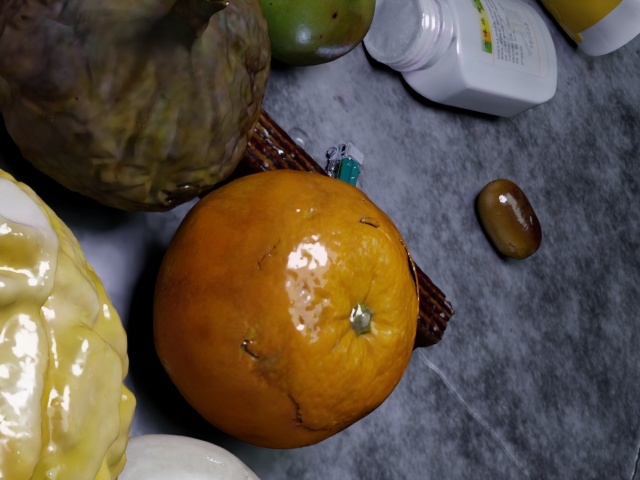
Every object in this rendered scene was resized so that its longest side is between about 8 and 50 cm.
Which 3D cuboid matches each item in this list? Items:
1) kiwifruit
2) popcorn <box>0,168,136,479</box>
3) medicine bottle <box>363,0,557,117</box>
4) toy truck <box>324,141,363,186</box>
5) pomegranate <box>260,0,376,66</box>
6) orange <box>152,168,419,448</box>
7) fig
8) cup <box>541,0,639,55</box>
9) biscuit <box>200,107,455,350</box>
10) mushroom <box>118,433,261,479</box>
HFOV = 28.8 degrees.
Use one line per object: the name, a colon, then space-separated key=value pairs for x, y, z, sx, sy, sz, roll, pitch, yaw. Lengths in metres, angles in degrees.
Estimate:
kiwifruit: x=0.270 y=-0.031 z=1.788 sx=0.124 sy=0.075 sz=0.075 roll=59 pitch=41 yaw=-16
popcorn: x=-0.294 y=0.110 z=0.885 sx=0.354 sy=0.344 sz=0.390 roll=-57 pitch=130 yaw=-62
medicine bottle: x=0.203 y=-0.282 z=1.786 sx=0.324 sy=0.124 sz=0.179 roll=4 pitch=70 yaw=-49
toy truck: x=0.029 y=-0.084 z=1.563 sx=0.039 sy=0.044 sz=0.083 roll=40 pitch=48 yaw=-34
pomegranate: x=0.003 y=-0.309 z=1.494 sx=0.181 sy=0.224 sz=0.182 roll=12 pitch=71 yaw=-38
orange: x=-0.034 y=0.069 z=1.270 sx=0.284 sy=0.226 sz=0.284 roll=-5 pitch=98 yaw=-41
fig: x=-0.145 y=-0.168 z=1.149 sx=0.286 sy=0.368 sz=0.286 roll=0 pitch=91 yaw=-26
cup: x=0.444 y=-0.455 z=2.114 sx=0.226 sy=0.185 sz=0.241 roll=38 pitch=14 yaw=-24
biscuit: x=0.000 y=0.000 z=1.442 sx=0.388 sy=0.107 sz=0.073 roll=44 pitch=46 yaw=-27
mushroom: x=-0.123 y=0.290 z=1.096 sx=0.246 sy=0.202 sz=0.246 roll=11 pitch=69 yaw=-30
